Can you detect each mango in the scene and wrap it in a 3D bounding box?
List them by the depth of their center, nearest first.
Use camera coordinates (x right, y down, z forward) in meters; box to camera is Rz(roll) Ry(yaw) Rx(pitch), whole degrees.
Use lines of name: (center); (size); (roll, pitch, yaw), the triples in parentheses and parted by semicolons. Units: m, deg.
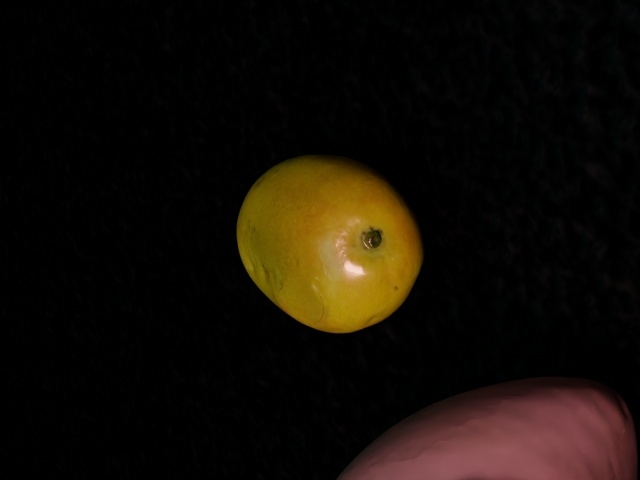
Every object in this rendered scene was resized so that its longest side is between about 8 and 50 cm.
mango: (0.000, 0.000, 0.538); (0.108, 0.056, 0.073); (3, 101, 53)

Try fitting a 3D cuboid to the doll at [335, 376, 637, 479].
doll: (0.102, 0.162, 0.400); (0.221, 0.221, 0.251); (-43, 43, 49)
